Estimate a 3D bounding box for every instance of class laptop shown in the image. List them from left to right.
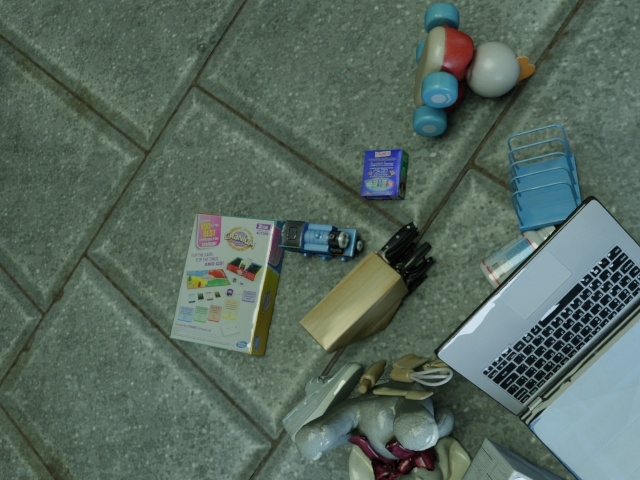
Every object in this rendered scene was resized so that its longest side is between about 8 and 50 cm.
[{"bbox_3d":[0.492,0.215,1.205,0.382,0.408,0.236,-47,28,9],"label":"laptop"}]

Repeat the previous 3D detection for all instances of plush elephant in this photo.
[{"bbox_3d":[0.146,0.407,1.330,0.272,0.330,0.255,-15,94,22],"label":"plush elephant"}]

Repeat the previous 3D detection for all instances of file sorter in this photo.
[{"bbox_3d":[0.424,-0.123,1.351,0.118,0.104,0.170,-13,45,25],"label":"file sorter"}]

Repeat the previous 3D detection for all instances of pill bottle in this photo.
[{"bbox_3d":[0.397,0.034,1.373,0.160,0.087,0.087,-38,64,14],"label":"pill bottle"}]

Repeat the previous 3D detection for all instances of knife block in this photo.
[{"bbox_3d":[0.109,0.085,1.429,0.088,0.275,0.242,42,128,29],"label":"knife block"}]

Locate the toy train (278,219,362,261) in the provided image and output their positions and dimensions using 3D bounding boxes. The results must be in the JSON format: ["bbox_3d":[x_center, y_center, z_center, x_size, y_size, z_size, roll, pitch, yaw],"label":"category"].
[{"bbox_3d":[0.000,0.000,1.575,0.184,0.105,0.080,6,81,28],"label":"toy train"}]

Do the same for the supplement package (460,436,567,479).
[{"bbox_3d":[0.335,0.492,1.215,0.194,0.149,0.203,30,92,-8],"label":"supplement package"}]

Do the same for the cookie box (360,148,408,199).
[{"bbox_3d":[0.143,-0.146,1.574,0.092,0.040,0.107,2,79,28],"label":"cookie box"}]

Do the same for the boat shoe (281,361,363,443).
[{"bbox_3d":[-0.004,0.334,1.512,0.081,0.079,0.227,44,103,24],"label":"boat shoe"}]

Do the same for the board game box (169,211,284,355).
[{"bbox_3d":[-0.219,0.099,1.688,0.242,0.064,0.317,7,81,28],"label":"board game box"}]

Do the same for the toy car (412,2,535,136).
[{"bbox_3d":[0.323,-0.345,1.477,0.238,0.210,0.219,6,65,0],"label":"toy car"}]

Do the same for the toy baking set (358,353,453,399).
[{"bbox_3d":[0.169,0.249,1.341,0.196,0.256,0.030,-14,94,25],"label":"toy baking set"}]
